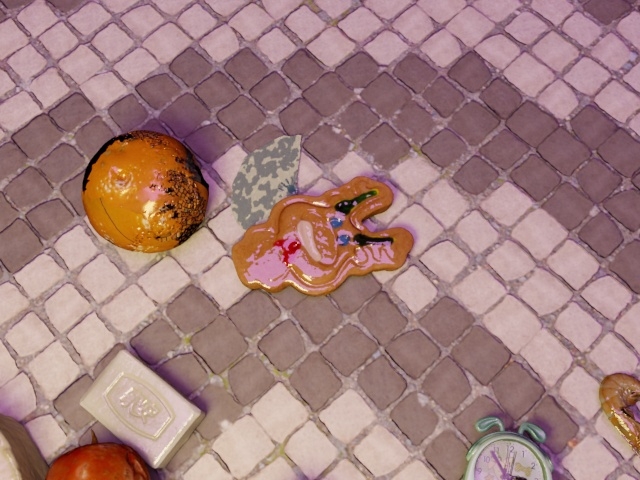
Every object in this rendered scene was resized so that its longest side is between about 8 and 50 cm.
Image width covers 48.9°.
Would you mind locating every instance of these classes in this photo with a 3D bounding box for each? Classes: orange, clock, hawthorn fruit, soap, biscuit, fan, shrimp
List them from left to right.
[{"bbox_3d":[-0.351,0.394,1.119,0.179,0.179,0.200,-9,57,-2],"label":"hawthorn fruit"},{"bbox_3d":[-0.304,0.288,1.211,0.183,0.064,0.121,35,77,14],"label":"soap"},{"bbox_3d":[-0.325,-0.090,1.299,0.234,0.182,0.234,-1,82,7],"label":"orange"},{"bbox_3d":[-0.104,-0.115,1.384,0.131,0.009,0.240,20,72,10],"label":"fan"},{"bbox_3d":[0.000,0.000,1.315,0.334,0.047,0.202,-17,72,-5],"label":"biscuit"},{"bbox_3d":[0.308,0.389,1.157,0.148,0.060,0.188,11,70,6],"label":"clock"},{"bbox_3d":[0.540,0.302,1.202,0.095,0.045,0.162,-13,63,-25],"label":"shrimp"}]

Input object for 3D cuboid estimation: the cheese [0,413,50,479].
[{"bbox_3d":[-0.586,0.437,1.115,0.292,0.153,0.332,-18,69,-5],"label":"cheese"}]
